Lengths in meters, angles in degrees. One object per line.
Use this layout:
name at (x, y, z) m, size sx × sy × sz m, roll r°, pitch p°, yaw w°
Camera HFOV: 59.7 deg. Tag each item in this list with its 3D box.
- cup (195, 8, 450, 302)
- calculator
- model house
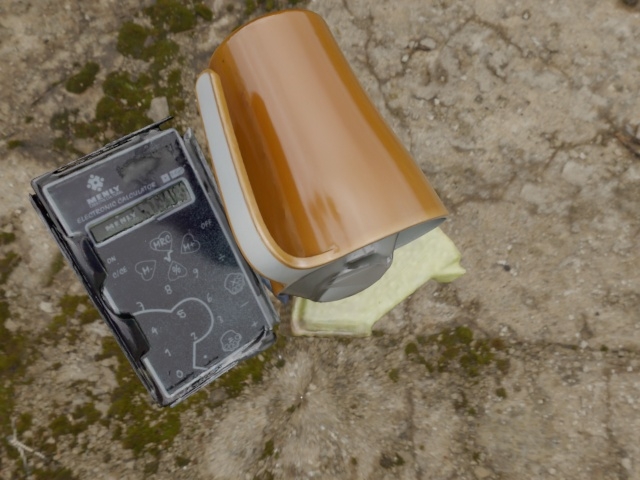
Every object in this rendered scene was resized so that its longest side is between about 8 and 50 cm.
cup at (-0.016, -0.074, 0.528) m, size 0.182 × 0.226 × 0.264 m, roll -30°, pitch 80°, yaw 35°
calculator at (-0.154, 0.028, 0.575) m, size 0.165 × 0.028 × 0.274 m, roll -31°, pitch 112°, yaw -21°
model house at (0.000, 0.000, 0.838) m, size 0.266 × 0.261 × 0.321 m, roll -39°, pitch 89°, yaw -11°
